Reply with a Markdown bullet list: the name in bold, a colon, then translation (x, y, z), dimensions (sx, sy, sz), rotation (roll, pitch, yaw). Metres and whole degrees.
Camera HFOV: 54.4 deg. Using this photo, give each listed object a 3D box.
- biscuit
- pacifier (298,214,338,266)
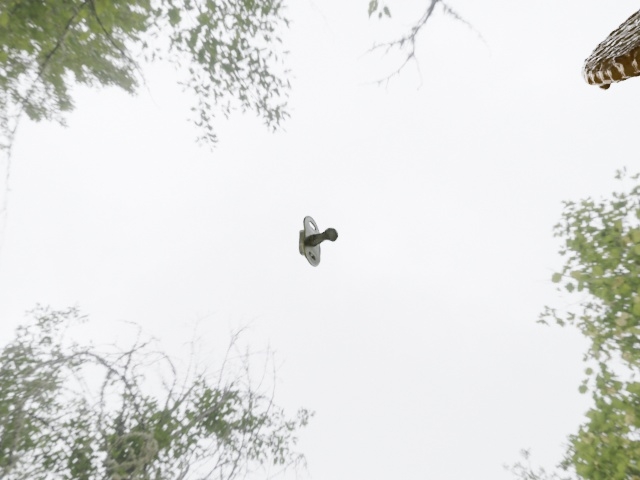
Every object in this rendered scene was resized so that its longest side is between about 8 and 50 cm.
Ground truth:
- **biscuit**: translation (0.336, -0.210, 0.520), dimensions (0.254, 0.254, 0.035), rotation (-39, -84, -1)
- **pacifier**: translation (0.000, 0.000, 0.945), dimensions (0.064, 0.068, 0.083), rotation (-15, -125, 24)
